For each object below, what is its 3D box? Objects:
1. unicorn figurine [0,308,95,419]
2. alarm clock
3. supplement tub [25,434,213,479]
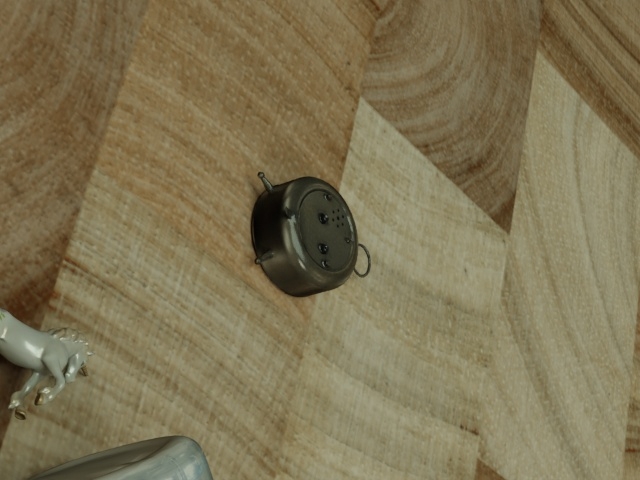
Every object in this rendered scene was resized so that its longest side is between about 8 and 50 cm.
[{"bbox_3d":[-0.258,0.102,1.322,0.162,0.060,0.111,43,36,-26],"label":"unicorn figurine"},{"bbox_3d":[0.000,0.000,1.683,0.192,0.064,0.129,25,58,-48],"label":"alarm clock"},{"bbox_3d":[-0.148,0.349,1.253,0.207,0.207,0.338,-20,92,-52],"label":"supplement tub"}]
